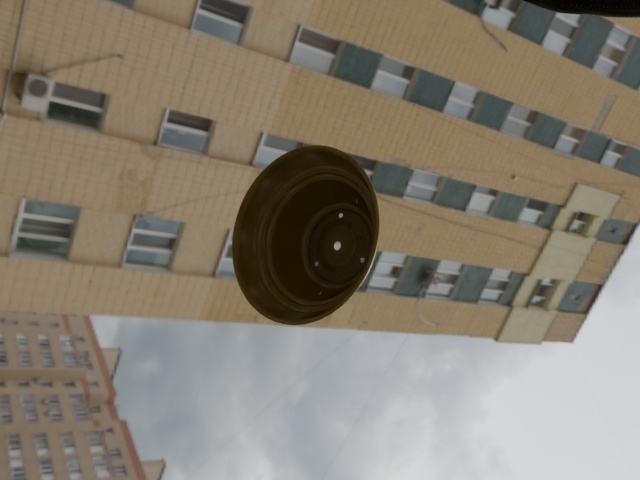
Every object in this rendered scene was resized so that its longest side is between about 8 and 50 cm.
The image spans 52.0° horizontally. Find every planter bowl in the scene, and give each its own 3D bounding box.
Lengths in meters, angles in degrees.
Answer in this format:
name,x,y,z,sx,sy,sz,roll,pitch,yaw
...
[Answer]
name,x,y,z,sx,sy,sz,roll,pitch,yaw
planter bowl,0.000,0.000,0.808,0.217,0.090,0.217,-10,-107,34

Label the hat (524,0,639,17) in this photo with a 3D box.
name,x,y,z,sx,sy,sz,roll,pitch,yaw
hat,0.262,-0.365,0.547,0.134,0.331,0.331,36,61,-85
